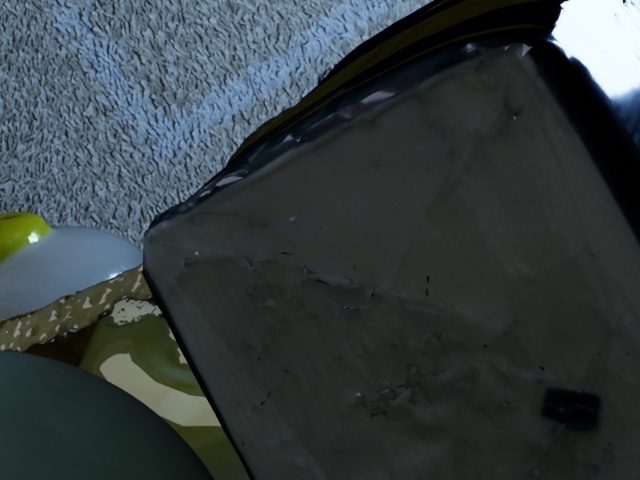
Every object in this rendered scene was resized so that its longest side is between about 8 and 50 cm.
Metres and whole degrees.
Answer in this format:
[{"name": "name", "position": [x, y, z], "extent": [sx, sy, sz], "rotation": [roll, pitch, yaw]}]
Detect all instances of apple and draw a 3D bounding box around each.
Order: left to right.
[{"name": "apple", "position": [-0.075, 0.161, 1.132], "extent": [0.265, 0.120, 0.193], "rotation": [17, 55, 34]}]

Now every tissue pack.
[{"name": "tissue pack", "position": [0.099, 0.008, 0.941], "extent": [0.253, 0.264, 0.416], "rotation": [-28, 8, 17]}]

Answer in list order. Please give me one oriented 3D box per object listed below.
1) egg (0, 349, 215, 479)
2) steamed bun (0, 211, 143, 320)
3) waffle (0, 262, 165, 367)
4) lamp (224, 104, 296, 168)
[{"name": "egg", "position": [-0.168, 0.191, 0.832], "extent": [0.276, 0.276, 0.389], "rotation": [-35, 6, -7]}, {"name": "steamed bun", "position": [-0.284, 0.148, 1.641], "extent": [0.334, 0.334, 0.374], "rotation": [-29, 2, 36]}, {"name": "waffle", "position": [-0.106, 0.112, 1.319], "extent": [0.247, 0.221, 0.055], "rotation": [-23, 38, 26]}, {"name": "lamp", "position": [0.000, 0.000, 1.488], "extent": [0.284, 0.250, 0.250], "rotation": [-15, -6, -34]}]
